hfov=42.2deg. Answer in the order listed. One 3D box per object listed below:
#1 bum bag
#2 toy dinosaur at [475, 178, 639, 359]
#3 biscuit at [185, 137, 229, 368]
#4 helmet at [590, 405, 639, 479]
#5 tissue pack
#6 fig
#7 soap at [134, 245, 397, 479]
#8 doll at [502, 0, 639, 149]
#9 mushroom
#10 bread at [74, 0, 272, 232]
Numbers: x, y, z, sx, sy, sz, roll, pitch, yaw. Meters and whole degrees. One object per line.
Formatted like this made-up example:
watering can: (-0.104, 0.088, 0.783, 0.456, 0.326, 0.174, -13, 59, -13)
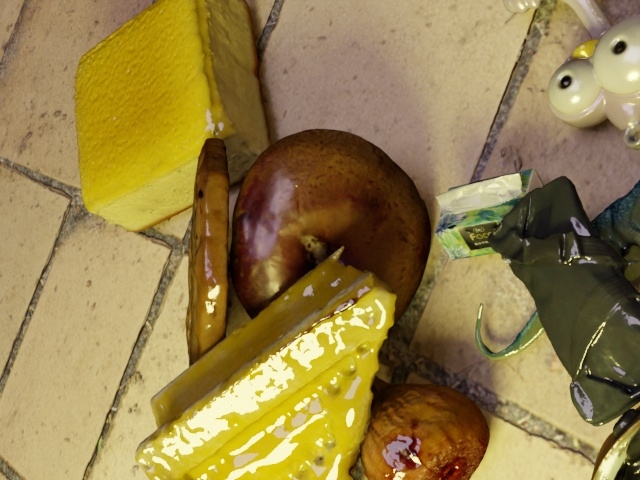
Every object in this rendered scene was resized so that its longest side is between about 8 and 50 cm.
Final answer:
bum bag: (0.245, 0.051, 0.807, 0.123, 0.060, 0.248, -60, 44, 39)
toy dinosaur: (0.308, 0.012, 0.867, 0.363, 0.076, 0.147, -53, 26, 13)
biscuit: (-0.153, 0.040, 1.111, 0.359, 0.046, 0.359, -177, 90, -80)
helmet: (0.335, 0.217, 0.730, 0.198, 0.130, 0.224, 30, 100, 7)
tissue pack: (0.194, -0.036, 0.954, 0.111, 0.079, 0.085, -11, 40, 37)
fig: (0.083, 0.201, 0.938, 0.201, 0.146, 0.133, 42, 145, 32)
soap: (0.019, 0.213, 0.929, 0.339, 0.304, 0.169, -38, 22, 14)
doll: (0.299, -0.262, 0.942, 0.160, 0.094, 0.365, -30, 61, 32)
mushroom: (0.011, -0.010, 1.044, 0.267, 0.267, 0.254, -38, 24, 24)
bread: (-0.245, -0.216, 1.336, 0.333, 0.143, 0.323, -22, 64, 32)
